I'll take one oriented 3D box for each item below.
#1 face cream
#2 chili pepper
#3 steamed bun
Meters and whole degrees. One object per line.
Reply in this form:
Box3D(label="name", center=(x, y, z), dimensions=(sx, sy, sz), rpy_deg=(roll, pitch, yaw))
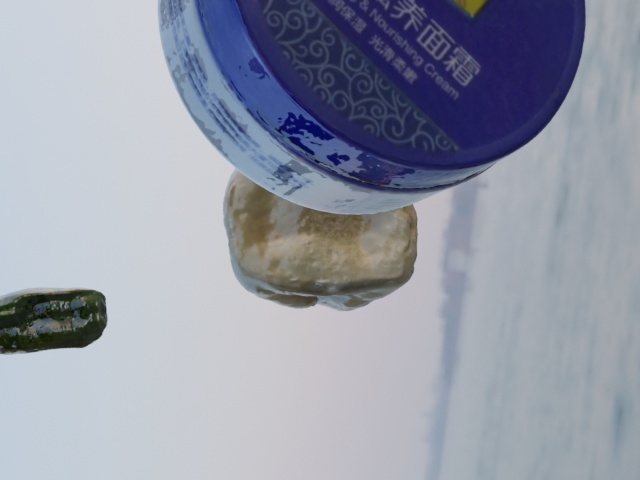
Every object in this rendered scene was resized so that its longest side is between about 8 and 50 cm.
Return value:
Box3D(label="face cream", center=(0.023, -0.119, 0.827), dimensions=(0.111, 0.206, 0.206), rpy_deg=(-25, 52, 60))
Box3D(label="chili pepper", center=(-0.333, 0.090, 1.745), dimensions=(0.073, 0.204, 0.072), rpy_deg=(80, -176, -64))
Box3D(label="steamed bun", center=(0.000, 0.000, 1.479), dimensions=(0.155, 0.172, 0.140), rpy_deg=(90, 179, -72))
